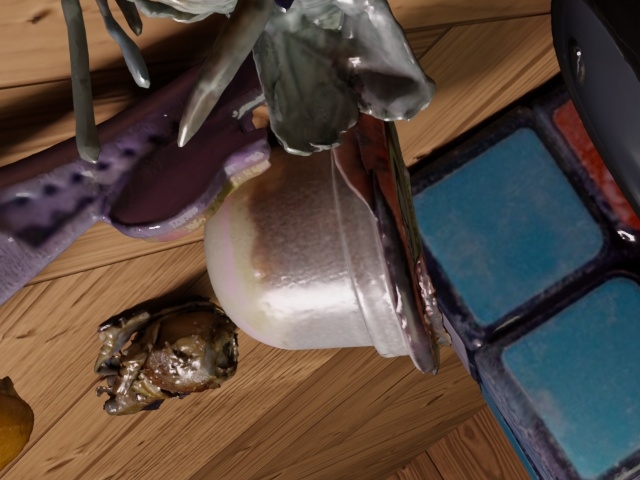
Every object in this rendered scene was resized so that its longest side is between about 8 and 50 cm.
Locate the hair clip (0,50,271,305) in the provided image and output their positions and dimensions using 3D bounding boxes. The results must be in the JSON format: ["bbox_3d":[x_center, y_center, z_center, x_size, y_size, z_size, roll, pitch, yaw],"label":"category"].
[{"bbox_3d":[-0.119,-0.031,0.806,0.278,0.090,0.137,-24,-161,-17],"label":"hair clip"}]

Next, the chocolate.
[{"bbox_3d":[-0.004,0.001,1.017,0.147,0.221,0.221,-12,166,2],"label":"chocolate"}]

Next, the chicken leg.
[{"bbox_3d":[-0.126,0.097,1.269,0.125,0.080,0.196,-18,171,-11],"label":"chicken leg"}]

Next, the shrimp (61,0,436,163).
[{"bbox_3d":[-0.026,-0.121,0.579,0.221,0.166,0.410,-18,180,5],"label":"shrimp"}]

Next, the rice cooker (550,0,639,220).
[{"bbox_3d":[0.300,-0.119,1.046,0.224,0.267,0.267,-26,166,-3],"label":"rice cooker"}]

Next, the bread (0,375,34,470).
[{"bbox_3d":[-0.299,0.139,0.931,0.245,0.121,0.174,-34,167,17],"label":"bread"}]

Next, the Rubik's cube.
[{"bbox_3d":[0.266,0.039,1.373,0.316,0.318,0.313,-33,166,0],"label":"Rubik's cube"}]
